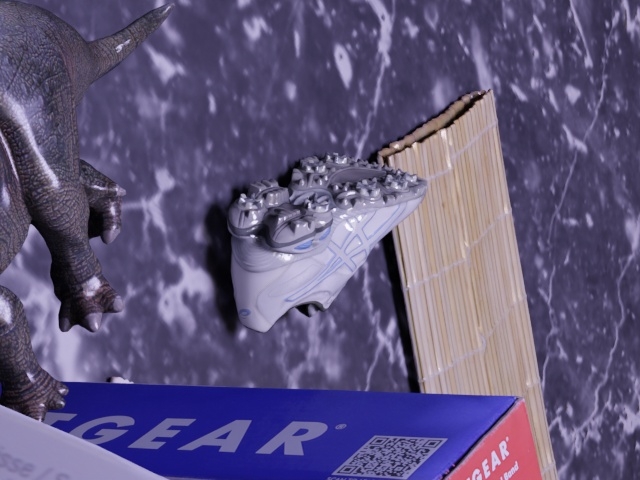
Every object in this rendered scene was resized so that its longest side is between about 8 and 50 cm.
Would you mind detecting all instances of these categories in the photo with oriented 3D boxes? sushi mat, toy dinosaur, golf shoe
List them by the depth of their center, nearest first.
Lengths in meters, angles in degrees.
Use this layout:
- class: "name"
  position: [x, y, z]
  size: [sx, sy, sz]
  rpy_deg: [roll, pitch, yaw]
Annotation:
- class: "toy dinosaur"
  position: [-0.149, -0.025, 0.814]
  size: [0.313, 0.121, 0.160]
  rpy_deg: [-44, 132, -26]
- class: "golf shoe"
  position: [0.000, 0.000, 1.163]
  size: [0.176, 0.069, 0.086]
  rpy_deg: [-22, 128, -51]
- class: "sushi mat"
  position: [0.105, 0.067, 1.338]
  size: [0.151, 0.019, 0.316]
  rpy_deg: [-33, 117, -53]

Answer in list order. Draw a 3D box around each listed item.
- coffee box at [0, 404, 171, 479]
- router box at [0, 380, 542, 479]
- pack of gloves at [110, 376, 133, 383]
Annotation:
- class: "coffee box"
  position: [-0.241, 0.218, 0.450]
  size: [0.334, 0.338, 0.338]
  rpy_deg: [96, 21, -46]
- class: "router box"
  position: [-0.046, 0.212, 0.835]
  size: [0.082, 0.335, 0.301]
  rpy_deg: [-37, 118, -50]
- class: "pack of gloves"
  position: [-0.061, 0.210, 1.068]
  size: [0.195, 0.046, 0.232]
  rpy_deg: [30, 65, -53]
